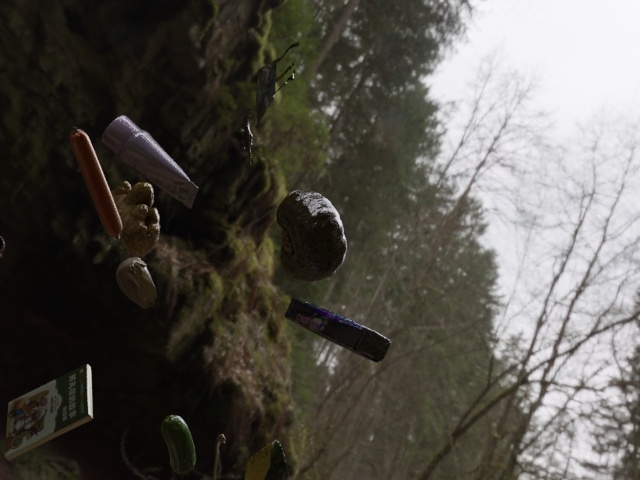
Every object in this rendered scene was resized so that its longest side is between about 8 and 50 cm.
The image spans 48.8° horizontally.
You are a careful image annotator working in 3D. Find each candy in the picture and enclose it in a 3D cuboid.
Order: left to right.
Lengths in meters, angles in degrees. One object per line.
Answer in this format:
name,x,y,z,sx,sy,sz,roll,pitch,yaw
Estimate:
candy,0.029,0.199,1.597,0.088,0.061,0.312,34,-11,-32

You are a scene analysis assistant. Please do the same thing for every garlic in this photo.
garlic,-0.509,0.102,1.938,0.101,0.087,0.196,37,-31,23

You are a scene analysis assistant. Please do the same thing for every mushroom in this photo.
mushroom,-0.285,0.670,1.906,0.028,0.286,0.026,14,-17,-28

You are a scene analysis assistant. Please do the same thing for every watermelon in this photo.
watermelon,-0.130,0.520,1.563,0.092,0.075,0.181,52,-38,7

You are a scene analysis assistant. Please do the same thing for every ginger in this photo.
ginger,-0.663,-0.105,2.410,0.375,0.166,0.236,39,-43,27

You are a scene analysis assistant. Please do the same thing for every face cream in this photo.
face cream,-0.420,-0.194,1.779,0.274,0.096,0.154,41,-27,-2

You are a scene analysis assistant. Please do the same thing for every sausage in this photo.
sausage,-0.614,-0.153,1.941,0.053,0.053,0.348,10,-53,31

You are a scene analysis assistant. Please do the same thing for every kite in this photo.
kite,-0.129,-0.459,1.968,0.015,0.169,0.310,7,-18,-25

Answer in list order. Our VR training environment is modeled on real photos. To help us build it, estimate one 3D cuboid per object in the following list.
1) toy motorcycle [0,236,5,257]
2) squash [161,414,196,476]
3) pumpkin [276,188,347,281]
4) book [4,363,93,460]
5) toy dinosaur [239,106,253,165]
toy motorcycle,-0.717,0.024,1.406,0.082,0.122,0.213,57,6,17
squash,-0.391,0.571,1.957,0.068,0.077,0.219,-126,-152,-56
pumpkin,0.000,0.000,2.392,0.232,0.242,0.325,25,-50,47
book,-0.775,0.486,2.015,0.027,0.264,0.202,63,1,-40
toy dinosaur,-0.230,-0.324,2.212,0.037,0.180,0.058,-10,11,-32
